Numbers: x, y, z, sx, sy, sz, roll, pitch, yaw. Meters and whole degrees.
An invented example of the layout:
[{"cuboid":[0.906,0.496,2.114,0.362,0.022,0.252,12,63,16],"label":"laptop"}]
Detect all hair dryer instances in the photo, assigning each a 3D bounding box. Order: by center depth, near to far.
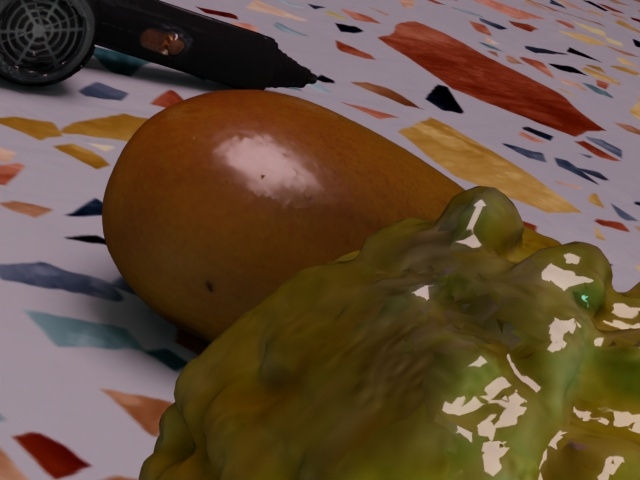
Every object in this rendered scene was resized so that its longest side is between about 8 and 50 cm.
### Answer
[{"cuboid":[-0.140,-0.175,1.232,0.352,0.107,0.189,13,23,-31],"label":"hair dryer"}]

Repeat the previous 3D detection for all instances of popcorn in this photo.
[{"cuboid":[0.054,0.111,0.510,0.225,0.249,0.249,41,5,-36],"label":"popcorn"}]

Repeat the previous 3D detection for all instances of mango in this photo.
[{"cuboid":[-0.005,-0.005,0.844,0.255,0.139,0.175,15,31,-34],"label":"mango"}]
